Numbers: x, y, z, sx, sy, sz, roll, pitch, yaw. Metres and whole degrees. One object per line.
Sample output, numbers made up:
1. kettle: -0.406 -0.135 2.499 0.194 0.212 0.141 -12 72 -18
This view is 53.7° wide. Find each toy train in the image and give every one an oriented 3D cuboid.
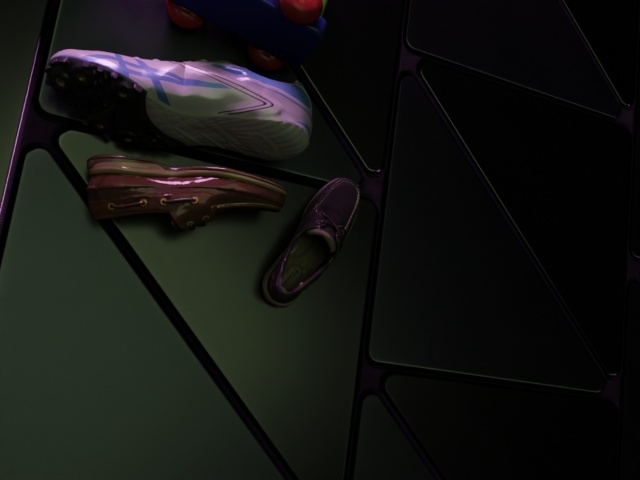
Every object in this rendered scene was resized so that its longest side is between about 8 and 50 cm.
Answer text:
1. toy train: -0.101 -0.281 0.594 0.248 0.105 0.143 25 65 -18

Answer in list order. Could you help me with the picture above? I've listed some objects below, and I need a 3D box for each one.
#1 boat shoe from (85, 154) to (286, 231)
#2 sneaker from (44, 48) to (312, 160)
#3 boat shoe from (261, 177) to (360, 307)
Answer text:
1. boat shoe: -0.120 -0.037 0.574 0.178 0.064 0.060 5 87 -15
2. sneaker: -0.123 -0.132 0.580 0.237 0.085 0.086 9 54 -17
3. boat shoe: 0.000 0.000 0.621 0.056 0.049 0.152 35 72 -14
